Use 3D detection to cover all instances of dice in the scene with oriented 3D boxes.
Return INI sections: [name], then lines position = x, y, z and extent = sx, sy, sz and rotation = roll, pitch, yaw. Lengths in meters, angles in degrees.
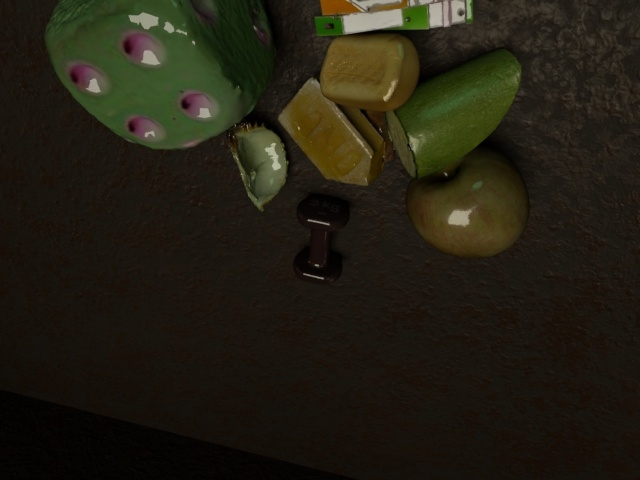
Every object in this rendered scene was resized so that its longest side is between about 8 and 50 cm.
[dice]
position = -0.296, -0.393, 1.013
extent = 0.323, 0.318, 0.330
rotation = -14, 143, 27

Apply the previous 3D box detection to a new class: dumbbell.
[dumbbell]
position = 0.000, 0.000, 1.370
extent = 0.141, 0.124, 0.225
rotation = 14, 128, 8

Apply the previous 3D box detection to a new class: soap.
[soap]
position = 0.037, -0.232, 1.167
extent = 0.257, 0.080, 0.160
rotation = 50, 137, -1

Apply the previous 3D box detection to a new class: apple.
[apple]
position = 0.324, -0.078, 1.129
extent = 0.257, 0.256, 0.234
rotation = -18, 131, 28

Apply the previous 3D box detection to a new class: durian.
[durian]
position = -0.162, -0.204, 1.266
extent = 0.145, 0.139, 0.252
rotation = -2, 124, 14

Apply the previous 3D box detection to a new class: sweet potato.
[sweet potato]
position = 0.122, -0.314, 1.143
extent = 0.059, 0.067, 0.281
rotation = -20, 118, -13

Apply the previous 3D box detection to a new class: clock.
[clock]
position = 0.113, -0.509, 0.939
extent = 0.310, 0.166, 0.235
rotation = -4, 124, 12

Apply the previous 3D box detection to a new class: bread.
[bread]
position = 0.100, -0.332, 1.022
extent = 0.217, 0.098, 0.147
rotation = 28, 104, 42

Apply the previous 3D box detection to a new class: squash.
[squash]
position = 0.278, -0.255, 1.063
extent = 0.261, 0.189, 0.189
rotation = -24, 118, 1
